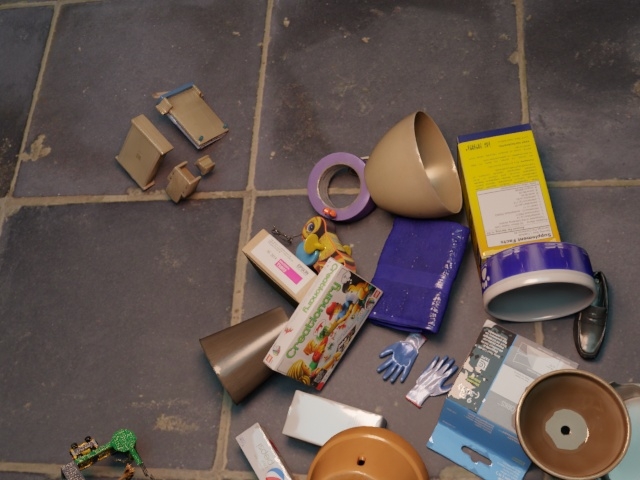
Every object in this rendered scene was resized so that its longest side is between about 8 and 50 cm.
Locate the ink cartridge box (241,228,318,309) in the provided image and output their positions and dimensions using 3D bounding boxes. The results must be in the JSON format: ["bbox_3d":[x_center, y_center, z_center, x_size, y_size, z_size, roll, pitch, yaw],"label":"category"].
[{"bbox_3d":[-0.081,0.100,1.940,0.088,0.193,0.235,-44,66,-10],"label":"ink cartridge box"}]

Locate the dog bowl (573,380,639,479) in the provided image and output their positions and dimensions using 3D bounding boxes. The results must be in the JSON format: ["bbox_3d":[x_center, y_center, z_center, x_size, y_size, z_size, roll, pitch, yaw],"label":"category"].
[{"bbox_3d":[0.747,0.482,1.655,0.349,0.102,0.349,-4,66,10],"label":"dog bowl"}]

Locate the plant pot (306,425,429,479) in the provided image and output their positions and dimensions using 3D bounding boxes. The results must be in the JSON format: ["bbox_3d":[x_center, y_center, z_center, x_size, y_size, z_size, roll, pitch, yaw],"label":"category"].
[{"bbox_3d":[0.091,0.582,1.635,0.291,0.203,0.291,0,90,14],"label":"plant pot"}]

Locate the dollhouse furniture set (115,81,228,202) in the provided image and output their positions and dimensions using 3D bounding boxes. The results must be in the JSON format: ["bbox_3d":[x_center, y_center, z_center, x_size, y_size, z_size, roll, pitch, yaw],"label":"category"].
[{"bbox_3d":[-0.416,-0.284,2.252,0.286,0.198,0.303,48,49,4],"label":"dollhouse furniture set"}]

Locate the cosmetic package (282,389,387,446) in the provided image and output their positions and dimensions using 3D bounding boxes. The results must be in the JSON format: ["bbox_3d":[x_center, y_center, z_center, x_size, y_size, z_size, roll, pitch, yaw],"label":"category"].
[{"bbox_3d":[0.035,0.462,1.818,0.231,0.085,0.117,14,71,19],"label":"cosmetic package"}]

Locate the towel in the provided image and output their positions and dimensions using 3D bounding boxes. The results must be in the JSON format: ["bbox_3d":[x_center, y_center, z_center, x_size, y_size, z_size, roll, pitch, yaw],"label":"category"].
[{"bbox_3d":[0.252,0.090,1.924,0.228,0.076,0.308,10,70,33],"label":"towel"}]

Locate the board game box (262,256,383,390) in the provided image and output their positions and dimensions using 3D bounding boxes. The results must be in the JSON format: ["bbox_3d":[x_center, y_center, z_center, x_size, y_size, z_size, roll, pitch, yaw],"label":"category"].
[{"bbox_3d":[0.010,0.212,1.839,0.053,0.193,0.305,32,89,46],"label":"board game box"}]

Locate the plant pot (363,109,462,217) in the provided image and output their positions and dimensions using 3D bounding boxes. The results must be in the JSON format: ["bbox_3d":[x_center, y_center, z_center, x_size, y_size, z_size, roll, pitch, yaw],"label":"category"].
[{"bbox_3d":[0.228,-0.175,1.938,0.191,0.284,0.284,-20,62,27],"label":"plant pot"}]

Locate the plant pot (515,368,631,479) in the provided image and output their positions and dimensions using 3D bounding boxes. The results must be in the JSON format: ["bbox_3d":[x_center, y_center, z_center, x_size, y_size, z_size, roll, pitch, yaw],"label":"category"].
[{"bbox_3d":[0.546,0.409,1.610,0.237,0.110,0.237,-4,66,9],"label":"plant pot"}]

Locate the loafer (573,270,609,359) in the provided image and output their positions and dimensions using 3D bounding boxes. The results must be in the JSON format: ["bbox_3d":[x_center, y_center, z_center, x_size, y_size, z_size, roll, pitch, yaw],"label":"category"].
[{"bbox_3d":[0.670,0.181,1.816,0.076,0.078,0.223,9,69,15],"label":"loafer"}]

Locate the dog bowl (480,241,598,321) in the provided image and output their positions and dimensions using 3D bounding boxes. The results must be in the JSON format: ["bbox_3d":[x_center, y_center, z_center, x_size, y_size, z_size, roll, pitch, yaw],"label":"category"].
[{"bbox_3d":[0.523,0.104,1.777,0.265,0.265,0.104,-6,63,9],"label":"dog bowl"}]

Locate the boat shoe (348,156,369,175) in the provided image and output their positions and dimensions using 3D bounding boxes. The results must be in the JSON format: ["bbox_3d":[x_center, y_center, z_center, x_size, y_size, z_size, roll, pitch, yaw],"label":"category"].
[{"bbox_3d":[0.175,-0.191,2.084,0.206,0.075,0.065,4,64,8],"label":"boat shoe"}]

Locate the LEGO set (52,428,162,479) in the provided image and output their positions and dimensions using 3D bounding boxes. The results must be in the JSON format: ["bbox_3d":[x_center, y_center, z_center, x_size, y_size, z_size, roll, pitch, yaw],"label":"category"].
[{"bbox_3d":[-0.507,0.658,1.821,0.255,0.192,0.331,-31,64,-36],"label":"LEGO set"}]

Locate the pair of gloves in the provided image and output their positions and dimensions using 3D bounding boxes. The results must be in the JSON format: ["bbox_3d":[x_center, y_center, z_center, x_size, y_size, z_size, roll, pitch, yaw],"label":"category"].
[{"bbox_3d":[0.248,0.326,1.869,0.198,0.023,0.159,40,79,24],"label":"pair of gloves"}]

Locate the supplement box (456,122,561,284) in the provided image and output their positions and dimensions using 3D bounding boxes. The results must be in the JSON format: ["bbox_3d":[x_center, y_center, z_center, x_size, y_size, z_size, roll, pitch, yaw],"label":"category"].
[{"bbox_3d":[0.480,-0.092,1.912,0.194,0.195,0.356,-9,64,8],"label":"supplement box"}]

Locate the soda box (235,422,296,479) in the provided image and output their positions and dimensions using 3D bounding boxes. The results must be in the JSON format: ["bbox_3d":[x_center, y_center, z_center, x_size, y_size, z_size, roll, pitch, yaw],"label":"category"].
[{"bbox_3d":[-0.122,0.561,1.810,0.069,0.074,0.216,-33,65,-4],"label":"soda box"}]

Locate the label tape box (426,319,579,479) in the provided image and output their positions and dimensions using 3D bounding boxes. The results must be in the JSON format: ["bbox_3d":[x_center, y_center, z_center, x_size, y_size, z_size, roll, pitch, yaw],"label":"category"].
[{"bbox_3d":[0.432,0.394,1.752,0.240,0.106,0.333,26,73,19],"label":"label tape box"}]

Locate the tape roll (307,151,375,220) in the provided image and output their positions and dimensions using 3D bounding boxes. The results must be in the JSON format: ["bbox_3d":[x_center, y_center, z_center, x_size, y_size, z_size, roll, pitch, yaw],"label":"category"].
[{"bbox_3d":[0.065,-0.147,2.046,0.189,0.080,0.189,-1,87,20],"label":"tape roll"}]

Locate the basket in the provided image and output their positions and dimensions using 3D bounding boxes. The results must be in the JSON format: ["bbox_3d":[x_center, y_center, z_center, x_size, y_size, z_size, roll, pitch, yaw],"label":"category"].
[{"bbox_3d":[-0.169,0.281,1.907,0.227,0.154,0.204,-31,62,-8],"label":"basket"}]

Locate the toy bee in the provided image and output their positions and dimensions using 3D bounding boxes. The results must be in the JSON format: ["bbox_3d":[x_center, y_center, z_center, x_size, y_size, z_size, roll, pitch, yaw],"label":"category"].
[{"bbox_3d":[0.000,0.000,1.961,0.298,0.195,0.162,38,104,15],"label":"toy bee"}]
